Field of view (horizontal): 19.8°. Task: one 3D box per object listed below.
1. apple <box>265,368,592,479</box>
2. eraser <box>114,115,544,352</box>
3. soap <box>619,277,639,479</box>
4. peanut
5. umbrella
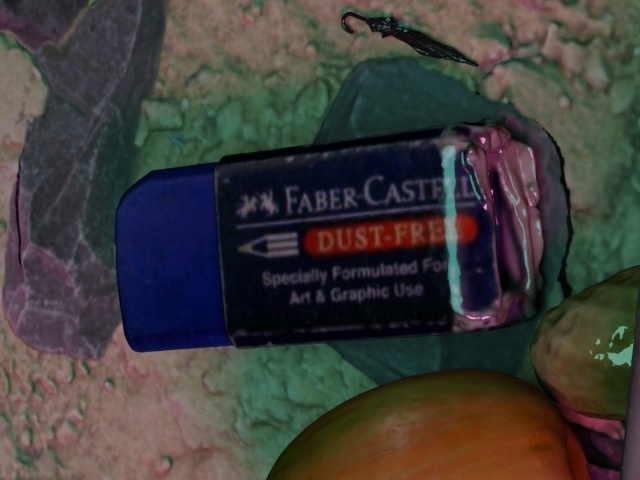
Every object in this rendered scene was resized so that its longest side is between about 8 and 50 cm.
[{"bbox_3d":[0.083,0.212,1.261,0.241,0.242,0.242,-29,77,19],"label":"apple"},{"bbox_3d":[0.000,0.000,1.377,0.332,0.101,0.155,-6,89,31],"label":"eraser"},{"bbox_3d":[0.327,0.065,1.092,0.285,0.107,0.296,6,75,15],"label":"soap"},{"bbox_3d":[0.248,0.064,1.231,0.226,0.095,0.108,-6,63,29],"label":"peanut"},{"bbox_3d":[0.066,-0.153,1.379,0.122,0.013,0.022,20,115,28],"label":"umbrella"}]
